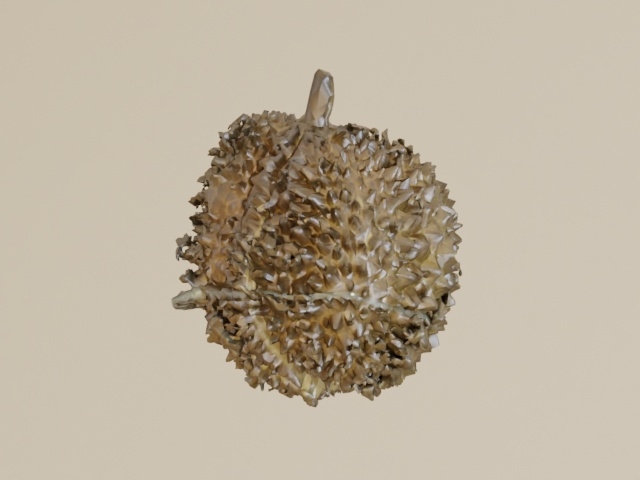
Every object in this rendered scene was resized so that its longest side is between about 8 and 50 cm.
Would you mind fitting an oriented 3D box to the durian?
[{"bbox_3d":[0.000,0.000,0.523,0.080,0.091,0.080,4,8,-1],"label":"durian"}]
